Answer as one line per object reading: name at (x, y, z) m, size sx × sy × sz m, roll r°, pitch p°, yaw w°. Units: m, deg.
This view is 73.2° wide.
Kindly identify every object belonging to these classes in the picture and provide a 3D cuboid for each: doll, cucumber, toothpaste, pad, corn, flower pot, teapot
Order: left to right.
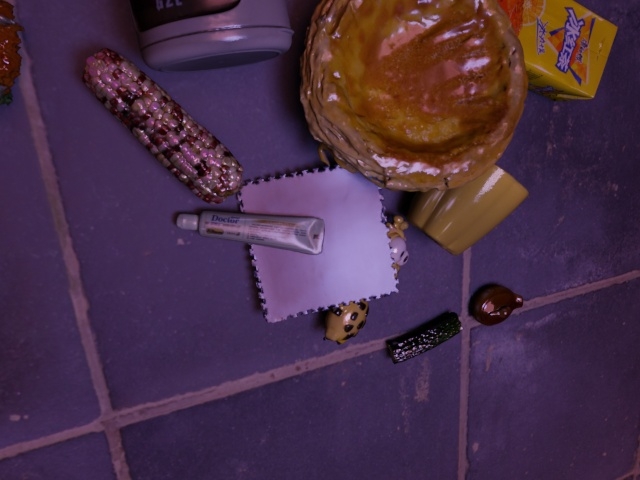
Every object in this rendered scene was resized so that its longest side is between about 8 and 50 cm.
corn at (-0.234, -0.166, 0.670) m, size 0.092 × 0.092 × 0.280 m, roll -47°, pitch 112°, yaw -5°
toothpaste at (-0.118, -0.019, 0.753) m, size 0.255 × 0.037 × 0.067 m, roll 6°, pitch 90°, yaw -11°
pad at (0.000, 0.000, 0.795) m, size 0.269 × 0.012 × 0.270 m, roll -10°, pitch 97°, yaw -6°
doll at (0.098, 0.082, 0.874) m, size 0.291 × 0.086 × 0.117 m, roll -58°, pitch 152°, yaw -1°
cucumber at (0.239, 0.223, 0.985) m, size 0.187 × 0.058 × 0.058 m, roll -22°, pitch 111°, yaw -16°
flower pot at (0.272, -0.078, 0.856) m, size 0.195 × 0.195 × 0.179 m, roll 31°, pitch 103°, yaw -27°
teapot at (0.427, 0.158, 1.034) m, size 0.129 × 0.078 × 0.098 m, roll -10°, pitch 108°, yaw -20°

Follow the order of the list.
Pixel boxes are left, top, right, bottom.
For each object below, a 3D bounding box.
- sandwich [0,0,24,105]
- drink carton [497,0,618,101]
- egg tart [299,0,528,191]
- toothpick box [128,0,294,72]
sandwich at (-0.483, -0.242, 0.528) m, size 0.184 × 0.109 × 0.160 m, roll 9°, pitch 102°, yaw -25°
drink carton at (0.418, -0.403, 0.864) m, size 0.351 × 0.111 × 0.155 m, roll 9°, pitch 101°, yaw -26°
egg tart at (0.146, -0.264, 0.725) m, size 0.387 × 0.169 × 0.388 m, roll 0°, pitch 94°, yaw -5°
toothpick box at (-0.159, -0.403, 0.576) m, size 0.229 × 0.229 × 0.316 m, roll -15°, pitch 107°, yaw -19°
